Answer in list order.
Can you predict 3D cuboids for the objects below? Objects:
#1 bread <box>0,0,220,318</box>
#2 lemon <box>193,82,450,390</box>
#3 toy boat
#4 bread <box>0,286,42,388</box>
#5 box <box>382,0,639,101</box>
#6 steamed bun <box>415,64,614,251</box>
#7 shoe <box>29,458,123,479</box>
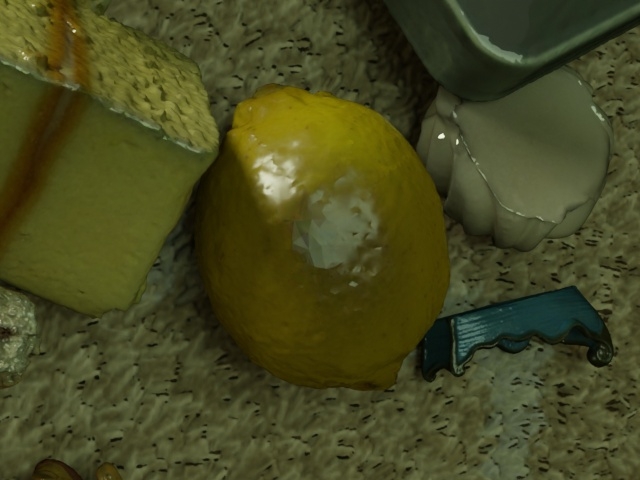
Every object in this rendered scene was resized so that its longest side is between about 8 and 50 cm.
[{"bbox_3d":[-0.226,-0.096,1.369,0.263,0.236,0.198,25,118,-22],"label":"bread"},{"bbox_3d":[0.000,0.000,1.427,0.204,0.204,0.260,-22,95,-27],"label":"lemon"},{"bbox_3d":[0.174,0.090,1.575,0.185,0.075,0.077,-12,88,-31],"label":"toy boat"},{"bbox_3d":[-0.278,0.069,1.336,0.125,0.106,0.082,11,74,-29],"label":"bread"},{"bbox_3d":[0.179,-0.357,1.562,0.396,0.111,0.396,-30,83,-26],"label":"box"},{"bbox_3d":[0.162,-0.079,1.569,0.182,0.106,0.183,7,69,-20],"label":"steamed bun"},{"bbox_3d":[-0.176,0.206,1.393,0.109,0.069,0.072,13,116,-14],"label":"shoe"}]
